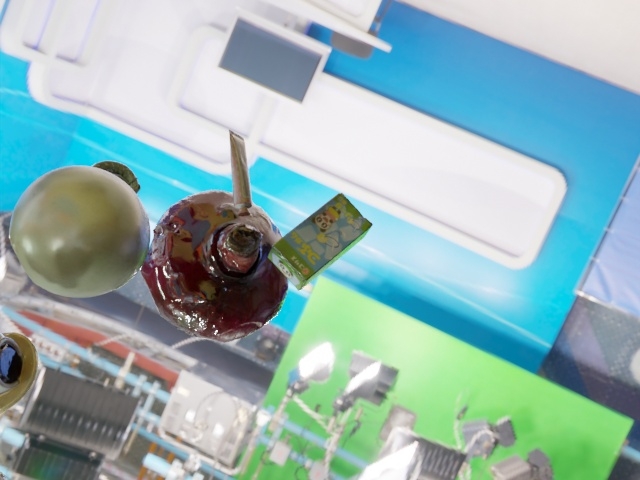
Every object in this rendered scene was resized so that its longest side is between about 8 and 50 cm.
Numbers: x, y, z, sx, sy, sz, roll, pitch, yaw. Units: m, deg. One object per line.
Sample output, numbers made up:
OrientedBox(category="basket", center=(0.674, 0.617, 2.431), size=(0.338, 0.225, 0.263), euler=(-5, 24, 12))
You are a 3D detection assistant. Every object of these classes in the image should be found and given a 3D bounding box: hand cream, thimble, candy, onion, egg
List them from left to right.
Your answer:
OrientedBox(category="egg", center=(-0.393, -0.014, 1.233), size=(0.219, 0.219, 0.269), euler=(21, -179, -23))
OrientedBox(category="thimble", center=(-0.411, -0.110, 1.471), size=(0.110, 0.084, 0.062), euler=(18, 163, -32))
OrientedBox(category="onion", center=(-0.227, 0.039, 1.888), size=(0.399, 0.398, 0.420), euler=(21, 148, -22))
OrientedBox(category="hand cream", center=(-0.193, -0.160, 1.792), size=(0.043, 0.209, 0.067), euler=(-15, 161, 26))
OrientedBox(category="candy", center=(0.000, 0.000, 1.470), size=(0.097, 0.194, 0.062), euler=(47, 154, 9))

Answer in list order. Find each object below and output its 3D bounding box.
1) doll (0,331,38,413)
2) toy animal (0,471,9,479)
OrientedBox(category="doll", center=(-0.503, 0.165, 1.014), size=(0.208, 0.144, 0.271), euler=(63, -179, -10))
OrientedBox(category="toy animal", center=(-0.345, 0.473, 0.897), size=(0.188, 0.266, 0.308), euler=(14, -172, -20))
